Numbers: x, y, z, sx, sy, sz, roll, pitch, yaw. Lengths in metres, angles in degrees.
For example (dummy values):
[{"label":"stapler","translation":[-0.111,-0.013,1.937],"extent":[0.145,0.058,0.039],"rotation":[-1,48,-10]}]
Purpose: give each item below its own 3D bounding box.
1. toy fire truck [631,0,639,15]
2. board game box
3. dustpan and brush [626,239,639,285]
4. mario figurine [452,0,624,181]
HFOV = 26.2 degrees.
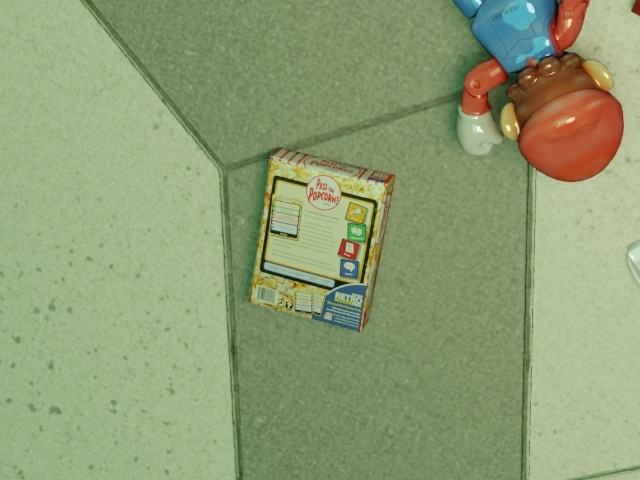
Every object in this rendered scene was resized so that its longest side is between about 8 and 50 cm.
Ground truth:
[{"label":"toy fire truck","translation":[0.351,-0.333,1.412],"extent":[0.135,0.047,0.192],"rotation":[25,100,-22]},{"label":"board game box","translation":[0.000,0.000,1.651],"extent":[0.146,0.045,0.194],"rotation":[15,112,12]},{"label":"dustpan and brush","translation":[0.454,0.067,1.528],"extent":[0.147,0.060,0.211],"rotation":[-34,96,24]},{"label":"mario figurine","translation":[0.223,-0.212,1.489],"extent":[0.198,0.170,0.321],"rotation":[-26,90,57]}]
